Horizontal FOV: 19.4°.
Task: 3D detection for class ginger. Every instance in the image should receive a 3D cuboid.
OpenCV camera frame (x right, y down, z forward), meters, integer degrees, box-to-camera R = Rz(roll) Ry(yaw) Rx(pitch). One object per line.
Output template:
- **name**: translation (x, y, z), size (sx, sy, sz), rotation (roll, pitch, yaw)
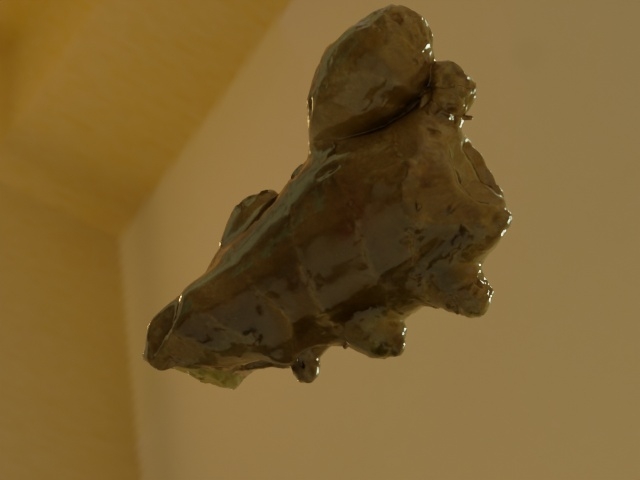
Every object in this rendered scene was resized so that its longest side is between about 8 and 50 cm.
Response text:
- **ginger**: translation (0.013, 0.003, 0.829), size (0.205, 0.115, 0.081), rotation (-55, -172, 24)
